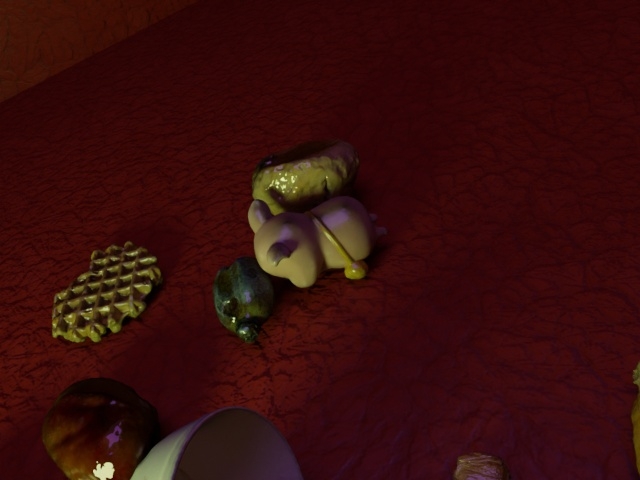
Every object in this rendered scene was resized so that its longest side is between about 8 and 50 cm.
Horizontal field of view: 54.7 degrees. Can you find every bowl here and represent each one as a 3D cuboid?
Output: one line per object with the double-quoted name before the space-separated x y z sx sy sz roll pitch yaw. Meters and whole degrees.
"bowl" -0.137 0.348 0.732 0.145 0.277 0.277 -20 38 23

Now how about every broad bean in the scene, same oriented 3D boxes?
"broad bean" -0.339 0.300 0.967 0.228 0.122 0.156 16 63 40

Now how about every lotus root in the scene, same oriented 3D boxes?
"lotus root" -0.137 0.107 1.120 0.113 0.088 0.192 -26 41 7

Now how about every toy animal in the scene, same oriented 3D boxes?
"toy animal" 0.001 0.001 1.138 0.248 0.149 0.165 -11 31 -21

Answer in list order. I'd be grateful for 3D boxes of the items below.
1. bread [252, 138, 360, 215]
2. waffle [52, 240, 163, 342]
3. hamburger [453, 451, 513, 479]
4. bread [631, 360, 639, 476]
"bread" -0.032 -0.121 1.265 0.244 0.134 0.244 -15 20 6
"waffle" -0.451 0.105 1.282 0.253 0.056 0.249 -38 42 -17
"hamburger" 0.206 0.310 0.780 0.076 0.044 0.083 -4 41 21
"bread" 0.476 0.234 0.671 0.236 0.183 0.389 12 42 13
